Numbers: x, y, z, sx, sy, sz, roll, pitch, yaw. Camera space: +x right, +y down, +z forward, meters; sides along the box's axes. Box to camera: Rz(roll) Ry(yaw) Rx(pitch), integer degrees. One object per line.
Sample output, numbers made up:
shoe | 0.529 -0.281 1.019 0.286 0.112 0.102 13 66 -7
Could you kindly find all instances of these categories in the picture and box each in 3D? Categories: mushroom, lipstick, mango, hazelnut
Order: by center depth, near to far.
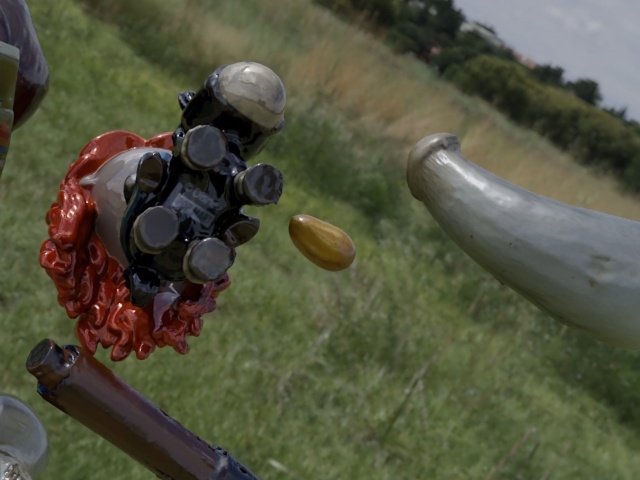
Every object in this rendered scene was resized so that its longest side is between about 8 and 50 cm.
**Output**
mushroom | 0.187 0.002 0.932 0.270 0.103 0.118 30 26 -2
mango | 0.000 0.000 1.221 0.060 0.046 0.089 9 -25 49
mushroom | -0.342 0.227 1.231 0.116 0.093 0.225 27 -1 -13
hazelnut | -0.429 -0.214 1.301 0.229 0.229 0.229 28 8 -4
lipstick | -0.169 0.242 1.312 0.418 0.077 0.077 44 -1 -32

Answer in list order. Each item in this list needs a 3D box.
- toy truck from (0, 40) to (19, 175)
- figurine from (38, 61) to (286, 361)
toy truck | -0.299 -0.083 0.626 0.257 0.127 0.127 16 20 -20
figurine | -0.167 -0.036 1.270 0.241 0.306 0.412 17 -32 -22
